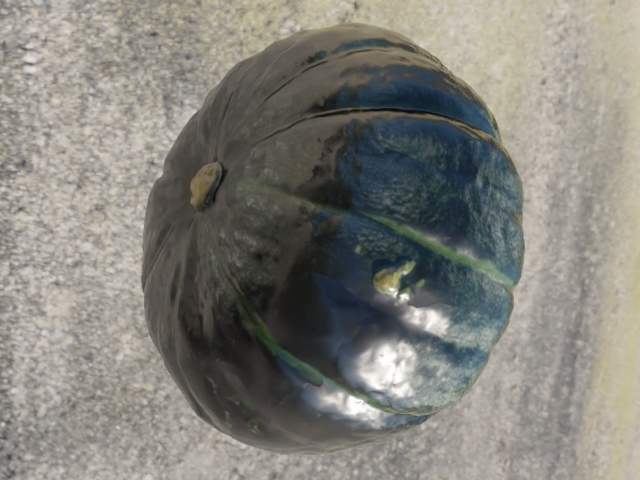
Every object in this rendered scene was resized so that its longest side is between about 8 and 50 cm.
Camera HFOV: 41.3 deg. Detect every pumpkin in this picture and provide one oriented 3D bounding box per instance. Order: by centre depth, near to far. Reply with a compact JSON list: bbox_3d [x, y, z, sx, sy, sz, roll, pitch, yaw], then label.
[{"bbox_3d":[0.000,0.000,0.443,0.162,0.220,0.221,26,79,-37],"label":"pumpkin"}]
